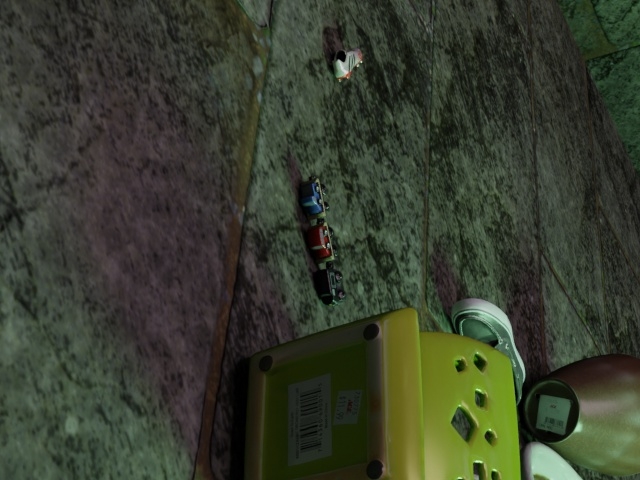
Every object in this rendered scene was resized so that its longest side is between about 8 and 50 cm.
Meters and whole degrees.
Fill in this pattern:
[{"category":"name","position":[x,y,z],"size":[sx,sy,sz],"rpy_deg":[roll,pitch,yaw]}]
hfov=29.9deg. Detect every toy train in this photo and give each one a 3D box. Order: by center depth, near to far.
[{"category":"toy train","position":[0.000,0.000,1.407],"size":[0.036,0.027,0.158],"rpy_deg":[2,75,-54]}]

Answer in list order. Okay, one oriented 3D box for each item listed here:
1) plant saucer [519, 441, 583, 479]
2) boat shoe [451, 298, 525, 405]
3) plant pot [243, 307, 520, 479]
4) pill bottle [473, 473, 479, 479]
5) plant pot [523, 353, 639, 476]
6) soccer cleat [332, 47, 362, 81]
[{"category":"plant saucer","position":[0.382,0.496,1.778],"size":[0.400,0.100,0.400],"rpy_deg":[48,18,-21]},{"category":"boat shoe","position":[0.255,0.177,1.805],"size":[0.228,0.080,0.076],"rpy_deg":[61,25,-45]},{"category":"plant pot","position":[0.049,0.202,1.168],"size":[0.207,0.227,0.228],"rpy_deg":[36,45,-45]},{"category":"pill bottle","position":[0.118,0.399,1.266],"size":[0.160,0.160,0.283],"rpy_deg":[40,42,-52]},{"category":"plant pot","position":[0.450,0.293,2.030],"size":[0.230,0.215,0.215],"rpy_deg":[11,66,-48]},{"category":"soccer cleat","position":[0.035,-0.247,1.621],"size":[0.035,0.029,0.083],"rpy_deg":[67,30,-28]}]
